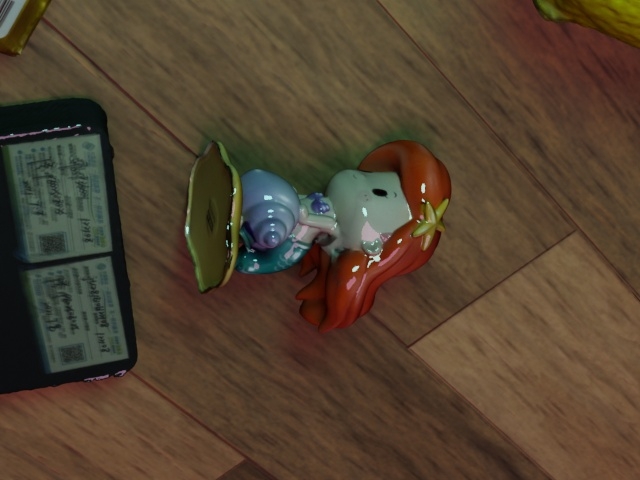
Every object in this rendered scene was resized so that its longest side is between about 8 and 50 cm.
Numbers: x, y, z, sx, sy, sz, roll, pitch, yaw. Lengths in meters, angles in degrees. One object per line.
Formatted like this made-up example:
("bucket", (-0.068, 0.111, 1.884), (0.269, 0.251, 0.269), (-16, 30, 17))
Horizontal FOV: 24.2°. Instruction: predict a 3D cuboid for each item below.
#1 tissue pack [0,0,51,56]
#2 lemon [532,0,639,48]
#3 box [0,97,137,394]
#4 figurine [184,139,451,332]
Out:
("tissue pack", (-0.331, -0.278, 1.297), (0.226, 0.092, 0.183), (20, 120, -27))
("lemon", (0.320, -0.330, 1.289), (0.336, 0.336, 0.336), (-7, 129, -9))
("box", (-0.309, 0.016, 1.563), (0.211, 0.058, 0.350), (-9, 130, -10))
("figurine", (-0.001, -0.008, 1.564), (0.257, 0.181, 0.208), (4, 87, -20))
